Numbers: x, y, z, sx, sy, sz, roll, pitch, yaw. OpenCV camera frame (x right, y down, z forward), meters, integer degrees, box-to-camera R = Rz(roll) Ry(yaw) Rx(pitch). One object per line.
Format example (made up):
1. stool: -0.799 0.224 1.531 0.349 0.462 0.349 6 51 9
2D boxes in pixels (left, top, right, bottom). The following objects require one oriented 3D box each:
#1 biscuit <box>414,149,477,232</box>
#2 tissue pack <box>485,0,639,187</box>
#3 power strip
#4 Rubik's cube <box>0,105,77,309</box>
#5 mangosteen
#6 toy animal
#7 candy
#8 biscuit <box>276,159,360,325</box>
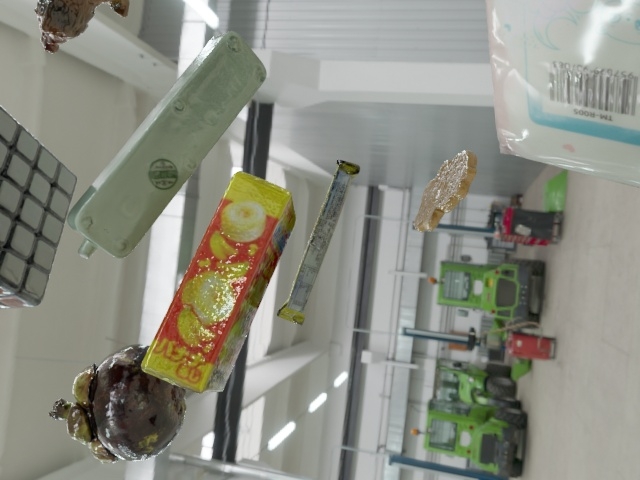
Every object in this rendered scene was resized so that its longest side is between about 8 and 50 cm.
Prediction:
1. biscuit: 0.205 -0.082 0.912 0.184 0.027 0.133 -57 9 53
2. tissue pack: 0.236 -0.118 0.310 0.124 0.271 0.201 -45 -43 -24
3. power strip: -0.217 -0.133 0.798 0.091 0.062 0.385 45 -110 -35
4. Rubik's cube: -0.524 -0.048 0.774 0.238 0.237 0.237 59 -151 -58
5. mangosteen: -0.340 0.277 0.952 0.192 0.217 0.192 172 90 -86
6. toy animal: -0.361 -0.441 0.914 0.312 0.097 0.157 -54 7 14
7. candy: -0.125 0.061 0.753 0.146 0.088 0.276 85 -153 -74
8. biscuit: 0.000 0.000 0.951 0.026 0.048 0.292 168 124 -82
